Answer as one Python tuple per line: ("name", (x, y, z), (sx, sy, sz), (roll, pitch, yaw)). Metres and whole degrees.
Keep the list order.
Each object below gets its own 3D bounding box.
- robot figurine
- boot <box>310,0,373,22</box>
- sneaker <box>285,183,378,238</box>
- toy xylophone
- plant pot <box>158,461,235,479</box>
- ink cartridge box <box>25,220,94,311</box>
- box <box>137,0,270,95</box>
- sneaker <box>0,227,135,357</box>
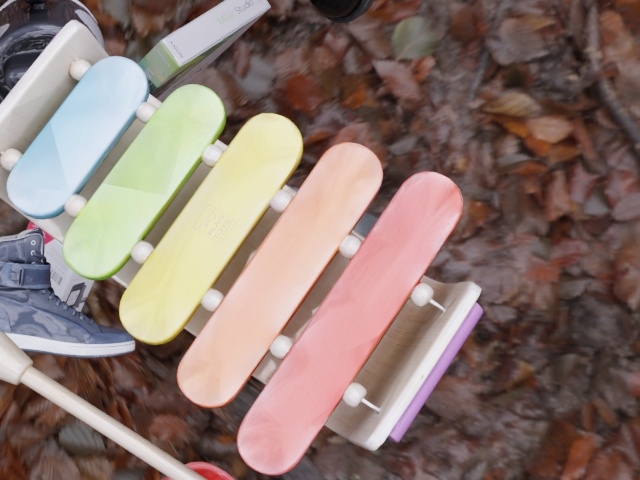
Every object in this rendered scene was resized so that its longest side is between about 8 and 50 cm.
("robot figurine", (-0.379, -0.246, 1.600), (0.174, 0.278, 0.209), (28, 108, -25))
("boot", (-0.033, -0.440, 1.608), (0.260, 0.131, 0.348), (-34, 137, -40))
("sneaker", (0.000, 0.000, 1.118), (0.178, 0.077, 0.072), (31, 68, -13))
("toy xylophone", (-0.073, 0.024, 0.702), (0.323, 0.081, 0.236), (26, 79, 7))
("plant pot", (-0.236, 0.498, 1.704), (0.243, 0.275, 0.275), (-27, 96, 23))
("ink cartridge box", (-0.396, 0.052, 1.694), (0.109, 0.063, 0.150), (40, 118, 23))
("box", (-0.246, -0.297, 1.951), (0.058, 0.322, 0.232), (52, 53, -5))
("sneaker", (-0.347, 0.070, 1.522), (0.226, 0.086, 0.163), (9, 86, -21))
